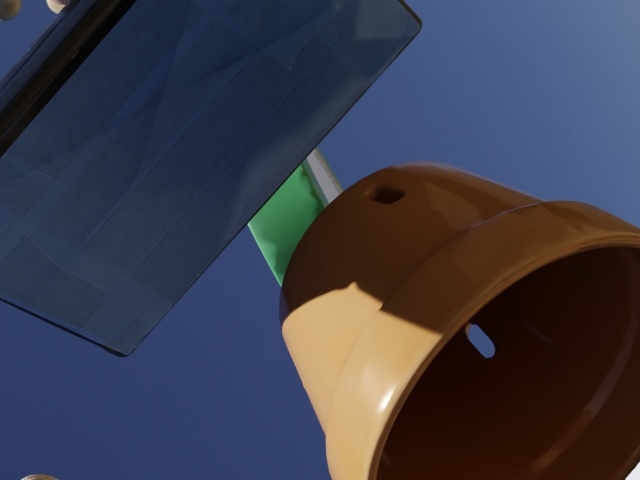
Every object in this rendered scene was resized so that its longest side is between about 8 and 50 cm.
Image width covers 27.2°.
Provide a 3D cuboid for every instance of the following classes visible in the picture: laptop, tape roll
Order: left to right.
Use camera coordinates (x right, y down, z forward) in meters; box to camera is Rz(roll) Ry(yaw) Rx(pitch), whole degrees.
[{"bbox_3d":[-0.098,-0.059,0.888,0.236,0.382,0.408,40,-174,-16],"label":"laptop"},{"bbox_3d":[0.000,0.000,1.383,0.321,0.077,0.321,59,-173,-11],"label":"tape roll"}]

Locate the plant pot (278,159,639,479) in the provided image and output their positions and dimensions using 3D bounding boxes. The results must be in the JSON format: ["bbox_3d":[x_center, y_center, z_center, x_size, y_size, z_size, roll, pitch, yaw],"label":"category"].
[{"bbox_3d":[0.104,0.072,0.980,0.291,0.291,0.203,34,-172,-45],"label":"plant pot"}]

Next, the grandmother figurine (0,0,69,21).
[{"bbox_3d":[-0.251,-0.283,1.037,0.342,0.104,0.208,22,-127,-77],"label":"grandmother figurine"}]

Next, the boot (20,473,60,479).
[{"bbox_3d":[-0.152,0.206,0.782,0.085,0.059,0.158,80,166,-68],"label":"boot"}]

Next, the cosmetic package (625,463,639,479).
[{"bbox_3d":[0.369,0.214,1.021,0.224,0.138,0.224,30,-161,-7],"label":"cosmetic package"}]
